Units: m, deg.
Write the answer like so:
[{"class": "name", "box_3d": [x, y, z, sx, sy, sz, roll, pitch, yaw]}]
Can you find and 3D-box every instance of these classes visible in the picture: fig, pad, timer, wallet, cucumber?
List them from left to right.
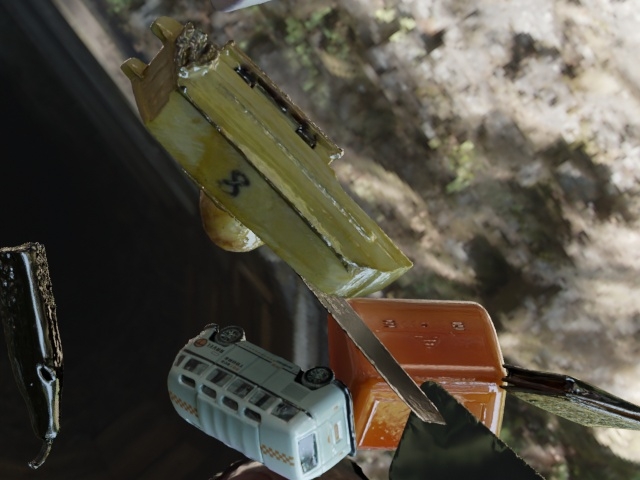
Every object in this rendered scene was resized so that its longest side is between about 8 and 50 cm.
[{"class": "cucumber", "box_3d": [-0.204, 0.082, 0.830, 0.043, 0.163, 0.039, -15, -170, -30]}, {"class": "fig", "box_3d": [-0.081, -0.088, 1.792, 0.257, 0.159, 0.159, -33, -165, 35]}, {"class": "pad", "box_3d": [-0.001, 0.000, 1.029, 0.063, 0.375, 0.315, -42, 165, 4]}, {"class": "timer", "box_3d": [0.146, 0.180, 1.775, 0.258, 0.161, 0.250, 2, -141, -7]}, {"class": "pad", "box_3d": [0.137, 0.344, 1.260, 0.323, 0.250, 0.055, -55, -161, -25]}, {"class": "wallet", "box_3d": [0.355, 0.220, 1.552, 0.161, 0.196, 0.042, 1, -111, 64]}]

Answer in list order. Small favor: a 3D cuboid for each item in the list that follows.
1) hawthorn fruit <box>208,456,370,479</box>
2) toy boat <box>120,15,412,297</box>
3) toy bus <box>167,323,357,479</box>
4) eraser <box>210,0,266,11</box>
[{"class": "hawthorn fruit", "box_3d": [-0.042, 0.383, 1.311, 0.316, 0.316, 0.316, -34, -165, 11]}, {"class": "toy boat", "box_3d": [-0.030, -0.052, 0.741, 0.068, 0.226, 0.088, -40, -170, 41]}, {"class": "toy bus", "box_3d": [-0.061, 0.149, 1.062, 0.194, 0.087, 0.089, 22, -139, 36]}, {"class": "eraser", "box_3d": [0.039, -0.289, 0.998, 0.270, 0.094, 0.174, -23, 168, -29]}]
